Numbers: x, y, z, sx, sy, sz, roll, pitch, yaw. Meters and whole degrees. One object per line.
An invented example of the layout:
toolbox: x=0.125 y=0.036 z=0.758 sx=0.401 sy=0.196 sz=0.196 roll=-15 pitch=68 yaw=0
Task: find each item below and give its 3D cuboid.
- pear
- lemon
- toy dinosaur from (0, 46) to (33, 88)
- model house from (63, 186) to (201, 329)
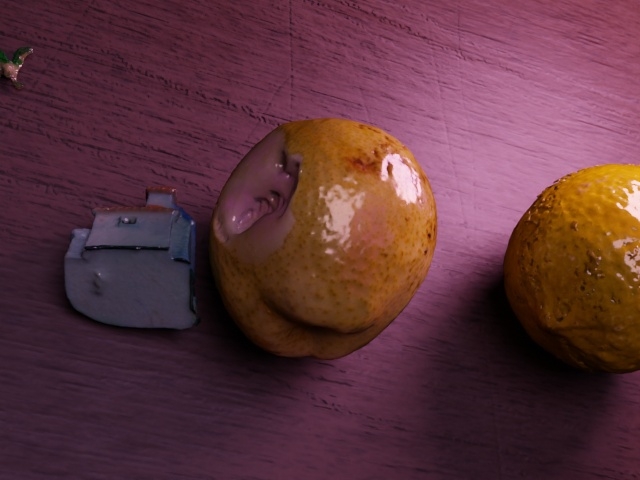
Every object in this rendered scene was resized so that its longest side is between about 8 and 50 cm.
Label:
pear: x=0.000 y=0.000 z=1.226 sx=0.271 sy=0.271 sz=0.271 roll=9 pitch=65 yaw=-20
lemon: x=0.370 y=0.031 z=1.378 sx=0.310 sy=0.258 sz=0.258 roll=-19 pitch=77 yaw=-38
toy dinosaur: x=-0.392 y=-0.202 z=1.280 sx=0.119 sy=0.029 sz=0.060 roll=-7 pitch=56 yaw=-20
model house: x=-0.200 y=0.008 z=1.233 sx=0.148 sy=0.120 sz=0.149 roll=3 pitch=40 yaw=2
